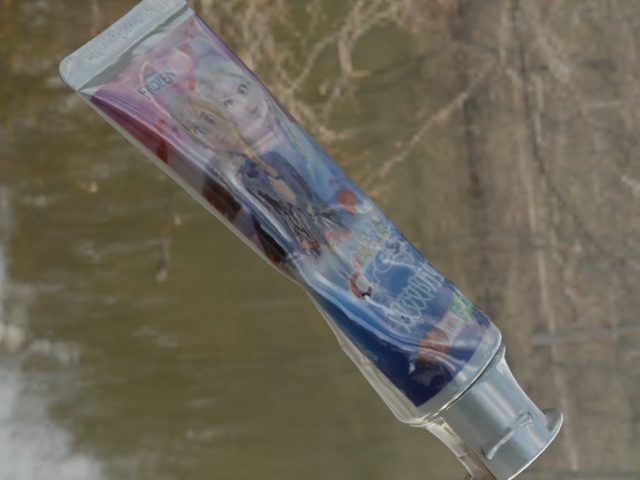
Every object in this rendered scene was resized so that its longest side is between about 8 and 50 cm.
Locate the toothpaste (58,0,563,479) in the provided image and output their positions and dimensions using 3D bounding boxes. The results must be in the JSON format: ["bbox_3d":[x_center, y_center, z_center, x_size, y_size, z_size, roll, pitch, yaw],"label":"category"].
[{"bbox_3d":[0.000,0.000,0.672,0.266,0.061,0.096,47,38,-5],"label":"toothpaste"}]
